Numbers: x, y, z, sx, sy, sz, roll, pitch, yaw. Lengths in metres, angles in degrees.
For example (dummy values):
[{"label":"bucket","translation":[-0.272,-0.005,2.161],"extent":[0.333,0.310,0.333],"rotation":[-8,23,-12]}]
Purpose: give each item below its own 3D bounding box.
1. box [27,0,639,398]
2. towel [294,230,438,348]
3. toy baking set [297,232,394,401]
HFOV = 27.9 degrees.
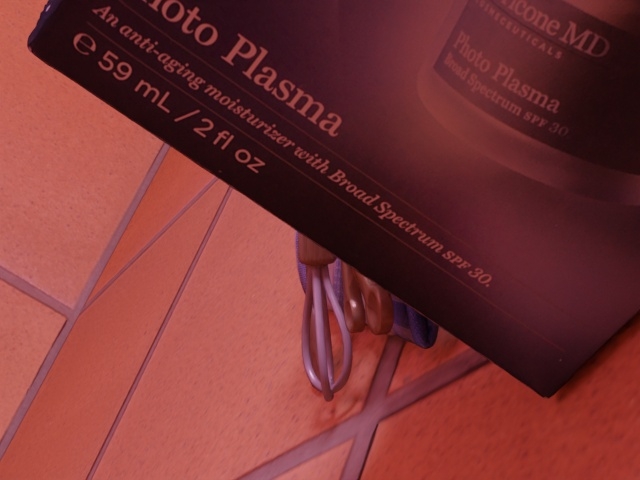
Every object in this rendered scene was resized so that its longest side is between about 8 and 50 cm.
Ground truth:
[{"label":"box","translation":[0.081,-0.140,0.579],"extent":[0.294,0.296,0.182],"rotation":[-50,15,25]},{"label":"towel","translation":[0.022,-0.044,0.873],"extent":[0.285,0.034,0.209],"rotation":[-166,73,-77]},{"label":"toy baking set","translation":[-0.001,-0.007,0.835],"extent":[0.256,0.030,0.196],"rotation":[115,148,-61]}]
